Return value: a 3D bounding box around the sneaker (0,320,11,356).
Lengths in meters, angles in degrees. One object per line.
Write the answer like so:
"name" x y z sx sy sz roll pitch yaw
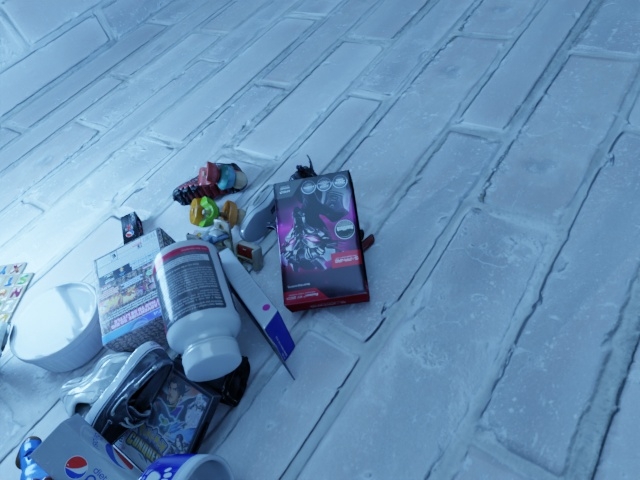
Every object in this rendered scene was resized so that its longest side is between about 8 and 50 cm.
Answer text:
"sneaker" -1.091 0.319 1.435 0.410 0.182 0.158 -32 40 19

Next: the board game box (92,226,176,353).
"board game box" -0.503 0.150 1.422 0.232 0.141 0.291 -26 57 3

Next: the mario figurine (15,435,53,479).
"mario figurine" -0.625 0.575 1.094 0.198 0.170 0.320 -38 24 -11

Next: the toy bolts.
"toy bolts" -0.340 -0.143 1.690 0.218 0.158 0.229 -6 78 59

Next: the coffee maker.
"coffee maker" -0.286 0.362 1.250 0.178 0.120 0.171 7 78 24

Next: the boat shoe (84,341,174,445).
"boat shoe" -0.446 0.390 1.153 0.102 0.108 0.301 32 86 33

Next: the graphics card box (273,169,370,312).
"graphics card box" 0.000 0.000 1.387 0.232 0.094 0.371 -9 71 9

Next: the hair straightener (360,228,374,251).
"hair straightener" 0.056 0.049 1.460 0.089 0.047 0.230 32 69 37

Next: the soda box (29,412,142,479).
"soda box" -0.474 0.514 1.065 0.286 0.091 0.098 42 80 2

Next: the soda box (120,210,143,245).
"soda box" -0.663 -0.026 1.740 0.060 0.053 0.169 -25 46 -4

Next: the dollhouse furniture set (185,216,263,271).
"dollhouse furniture set" -0.289 0.030 1.494 0.183 0.129 0.129 17 36 30

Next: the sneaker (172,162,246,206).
"sneaker" -0.407 -0.212 1.796 0.276 0.098 0.135 -19 47 -2

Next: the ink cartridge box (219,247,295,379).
"ink cartridge box" -0.163 0.186 1.308 0.069 0.176 0.371 -31 48 -13

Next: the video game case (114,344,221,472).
"video game case" -0.388 0.424 1.188 0.274 0.035 0.248 22 87 32

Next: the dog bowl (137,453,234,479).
"dog bowl" -0.265 0.555 0.950 0.104 0.265 0.265 -5 48 16

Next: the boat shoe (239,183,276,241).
"boat shoe" -0.203 -0.099 1.634 0.088 0.096 0.267 9 52 29

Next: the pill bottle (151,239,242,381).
"pill bottle" -0.296 0.169 1.200 0.176 0.176 0.319 -23 57 -4

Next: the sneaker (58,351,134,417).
"sneaker" -0.584 0.396 1.328 0.232 0.090 0.115 -36 55 -3

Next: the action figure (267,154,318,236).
"action figure" -0.058 -0.130 1.566 0.141 0.164 0.276 25 77 6

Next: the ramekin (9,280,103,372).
"ramekin" -0.754 0.263 1.460 0.272 0.127 0.273 -9 47 10

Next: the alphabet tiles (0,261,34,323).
"alphabet tiles" -1.166 0.219 1.710 0.285 0.011 0.343 -7 48 11

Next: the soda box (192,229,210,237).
"soda box" -0.407 0.053 1.586 0.063 0.058 0.183 5 52 21
